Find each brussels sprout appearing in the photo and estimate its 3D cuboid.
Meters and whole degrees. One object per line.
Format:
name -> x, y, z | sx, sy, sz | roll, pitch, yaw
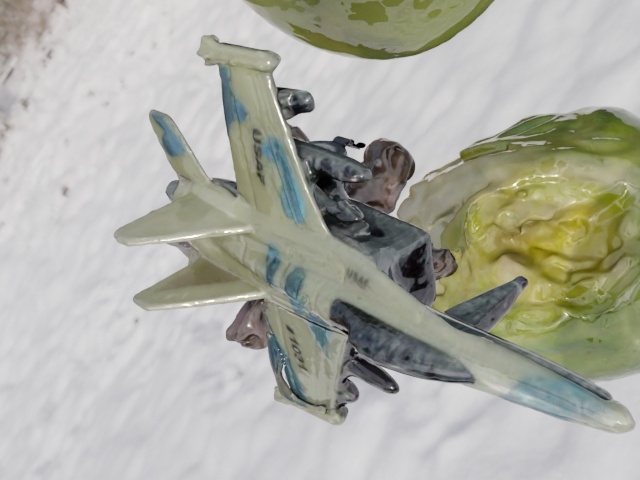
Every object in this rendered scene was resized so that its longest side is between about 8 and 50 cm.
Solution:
brussels sprout -> 0.241, 0.000, 1.046 | 0.344, 0.344, 0.268 | -119, 31, -73

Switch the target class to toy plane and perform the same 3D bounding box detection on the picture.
toy plane -> 0.018, 0.016, 0.431 | 0.262, 0.192, 0.088 | 16, 39, 36

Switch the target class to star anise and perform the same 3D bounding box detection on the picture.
star anise -> 0.006, -0.003, 0.834 | 0.220, 0.214, 0.099 | -37, 19, -19

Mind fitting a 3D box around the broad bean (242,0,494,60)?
broad bean -> 0.021, -0.255, 0.653 | 0.238, 0.291, 0.119 | -9, 24, 7
